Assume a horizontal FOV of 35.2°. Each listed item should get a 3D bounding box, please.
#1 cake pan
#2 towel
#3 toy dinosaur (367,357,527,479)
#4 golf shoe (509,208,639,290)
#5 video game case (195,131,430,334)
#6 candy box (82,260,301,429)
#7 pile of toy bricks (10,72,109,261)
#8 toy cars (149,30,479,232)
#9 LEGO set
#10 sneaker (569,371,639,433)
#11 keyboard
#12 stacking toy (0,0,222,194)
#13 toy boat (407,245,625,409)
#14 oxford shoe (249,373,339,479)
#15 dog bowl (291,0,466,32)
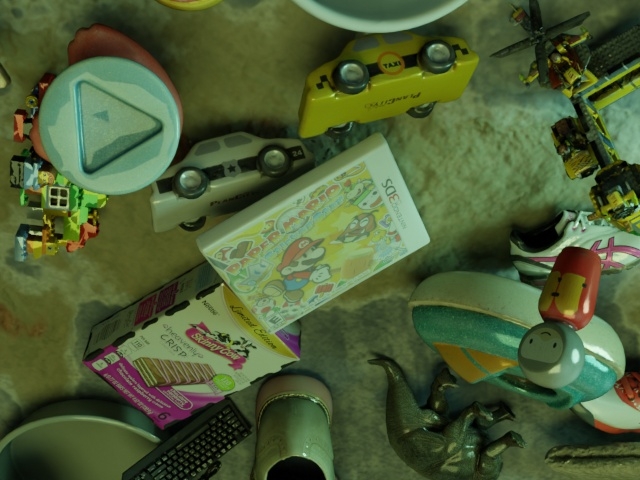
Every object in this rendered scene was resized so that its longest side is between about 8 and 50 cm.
[{"bbox_3d":[-0.328,0.336,1.460,0.293,0.054,0.293,0,128,0],"label":"cake pan"},{"bbox_3d":[0.462,0.307,1.346,0.187,0.049,0.282,27,154,-33],"label":"towel"},{"bbox_3d":[0.171,0.273,1.367,0.313,0.121,0.160,32,108,-27],"label":"toy dinosaur"},{"bbox_3d":[0.314,-0.001,1.182,0.186,0.067,0.086,-19,124,15],"label":"golf shoe"},{"bbox_3d":[0.000,0.000,1.132,0.227,0.026,0.206,-30,143,1],"label":"video game case"},{"bbox_3d":[-0.162,0.132,1.289,0.233,0.071,0.159,-30,121,21],"label":"candy box"},{"bbox_3d":[-0.275,-0.064,1.106,0.105,0.118,0.212,6,118,-6],"label":"pile of toy bricks"},{"bbox_3d":[-0.024,-0.126,1.073,0.393,0.087,0.176,-30,158,24],"label":"toy cars"},{"bbox_3d":[0.333,-0.166,0.933,0.331,0.255,0.192,-24,152,31],"label":"LEGO set"},{"bbox_3d":[0.451,0.193,1.321,0.270,0.090,0.145,22,124,-20],"label":"sneaker"},{"bbox_3d":[-0.177,0.308,1.401,0.180,0.023,0.108,-36,125,-12],"label":"keyboard"},{"bbox_3d":[-0.231,-0.206,0.931,0.279,0.130,0.309,18,104,-8],"label":"stacking toy"},{"bbox_3d":[0.232,0.115,1.150,0.267,0.148,0.318,21,162,0],"label":"toy boat"},{"bbox_3d":[-0.040,0.375,1.428,0.140,0.146,0.397,-4,128,3],"label":"oxford shoe"},{"bbox_3d":[0.047,-0.320,0.863,0.265,0.104,0.265,-9,121,-16],"label":"dog bowl"}]
